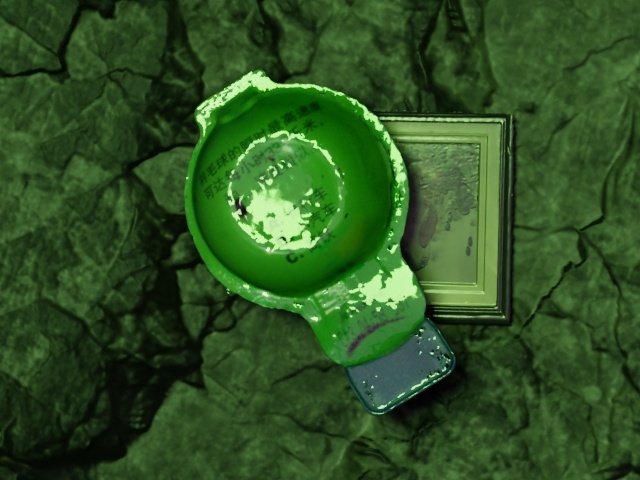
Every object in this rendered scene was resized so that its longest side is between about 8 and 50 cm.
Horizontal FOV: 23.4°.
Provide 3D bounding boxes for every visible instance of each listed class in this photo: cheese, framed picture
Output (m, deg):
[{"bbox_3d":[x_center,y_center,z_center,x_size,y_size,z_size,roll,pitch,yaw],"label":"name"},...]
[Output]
[{"bbox_3d":[0.000,0.000,1.362,0.204,0.083,0.320,-32,89,9],"label":"cheese"},{"bbox_3d":[0.075,-0.021,1.396,0.199,0.010,0.195,2,97,8],"label":"framed picture"}]
